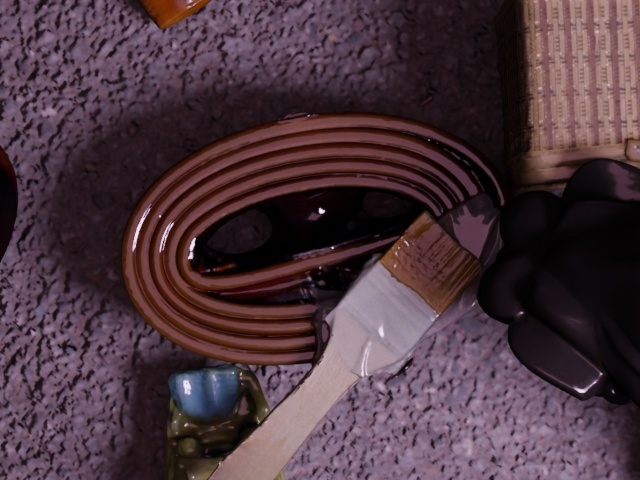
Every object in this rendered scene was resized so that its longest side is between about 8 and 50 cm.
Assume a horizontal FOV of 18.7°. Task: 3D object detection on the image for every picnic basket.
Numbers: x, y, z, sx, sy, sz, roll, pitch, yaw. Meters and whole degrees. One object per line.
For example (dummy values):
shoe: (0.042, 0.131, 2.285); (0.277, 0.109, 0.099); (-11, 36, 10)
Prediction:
picnic basket: (0.310, -0.122, 1.630); (0.312, 0.228, 0.175); (-4, 89, 0)

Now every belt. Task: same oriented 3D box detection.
belt: (0.000, 0.000, 1.682); (0.338, 0.122, 0.217); (-10, 89, 0)

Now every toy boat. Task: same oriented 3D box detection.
toy boat: (-0.080, 0.250, 1.687); (0.111, 0.084, 0.276); (-8, 77, -1)

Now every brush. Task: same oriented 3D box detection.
brush: (0.001, 0.122, 1.620); (0.085, 0.020, 0.336); (42, 96, -3)

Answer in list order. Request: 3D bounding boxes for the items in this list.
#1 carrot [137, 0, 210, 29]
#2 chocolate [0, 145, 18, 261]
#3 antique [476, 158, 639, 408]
carrot: (-0.161, -0.281, 1.698); (0.087, 0.087, 0.193); (-21, 93, 0)
chocolate: (-0.348, -0.034, 1.673); (0.176, 0.177, 0.177); (0, 90, 0)
antique: (0.282, 0.063, 1.501); (0.255, 0.322, 0.185); (31, 73, -35)
